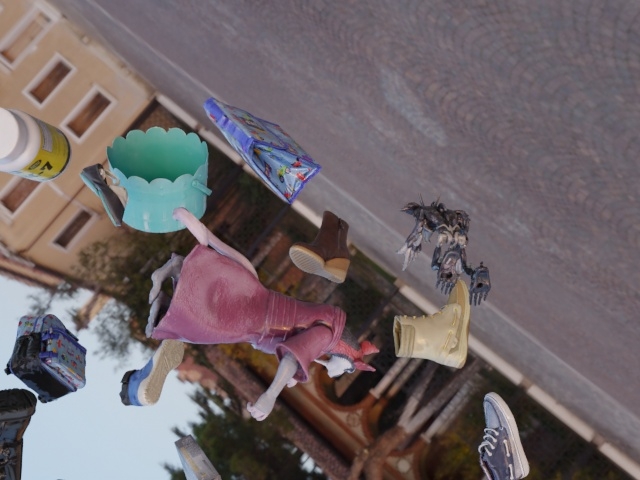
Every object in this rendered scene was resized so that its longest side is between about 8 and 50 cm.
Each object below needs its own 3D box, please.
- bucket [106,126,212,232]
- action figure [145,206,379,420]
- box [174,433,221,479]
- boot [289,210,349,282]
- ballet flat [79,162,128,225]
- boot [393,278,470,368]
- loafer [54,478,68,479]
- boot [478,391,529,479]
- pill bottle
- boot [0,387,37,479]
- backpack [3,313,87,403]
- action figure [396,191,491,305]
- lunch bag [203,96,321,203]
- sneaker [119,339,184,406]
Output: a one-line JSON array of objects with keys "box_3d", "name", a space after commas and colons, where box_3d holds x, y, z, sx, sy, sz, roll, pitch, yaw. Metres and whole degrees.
[{"box_3d": [-0.428, -0.163, 1.842, 0.281, 0.281, 0.183, 37, 138, 34], "name": "bucket"}, {"box_3d": [-0.079, 0.118, 1.081, 0.370, 0.275, 0.248, 13, -178, -8], "name": "action figure"}, {"box_3d": [-0.323, 0.675, 1.907, 0.231, 0.056, 0.183, 27, 135, 56], "name": "box"}, {"box_3d": [0.000, 0.000, 2.104, 0.090, 0.207, 0.248, -18, 145, 36], "name": "boot"}, {"box_3d": [-0.489, -0.114, 1.588, 0.203, 0.074, 0.074, 46, 180, 34], "name": "ballet flat"}, {"box_3d": [0.311, 0.218, 1.931, 0.203, 0.262, 0.095, 10, 156, -3], "name": "boot"}, {"box_3d": [-0.574, 0.641, 1.614, 0.080, 0.078, 0.220, -3, 136, 23], "name": "loafer"}, {"box_3d": [0.372, 0.425, 1.456, 0.190, 0.086, 0.069, 69, 158, 7], "name": "boot"}, {"box_3d": [-0.569, -0.182, 1.301, 0.119, 0.119, 0.208, 40, 180, 5], "name": "pill bottle"}, {"box_3d": [-0.626, 0.368, 1.185, 0.246, 0.207, 0.094, 4, -158, -45], "name": "boot"}, {"box_3d": [-0.579, 0.235, 1.469, 0.173, 0.117, 0.158, -106, -6, -45], "name": "backpack"}, {"box_3d": [0.235, 0.014, 1.367, 0.164, 0.141, 0.275, 13, -150, -16], "name": "action figure"}, {"box_3d": [-0.173, -0.249, 1.773, 0.221, 0.138, 0.293, 47, -169, 35], "name": "lunch bag"}, {"box_3d": [-0.311, 0.235, 1.244, 0.085, 0.152, 0.058, -12, 130, 30], "name": "sneaker"}]
